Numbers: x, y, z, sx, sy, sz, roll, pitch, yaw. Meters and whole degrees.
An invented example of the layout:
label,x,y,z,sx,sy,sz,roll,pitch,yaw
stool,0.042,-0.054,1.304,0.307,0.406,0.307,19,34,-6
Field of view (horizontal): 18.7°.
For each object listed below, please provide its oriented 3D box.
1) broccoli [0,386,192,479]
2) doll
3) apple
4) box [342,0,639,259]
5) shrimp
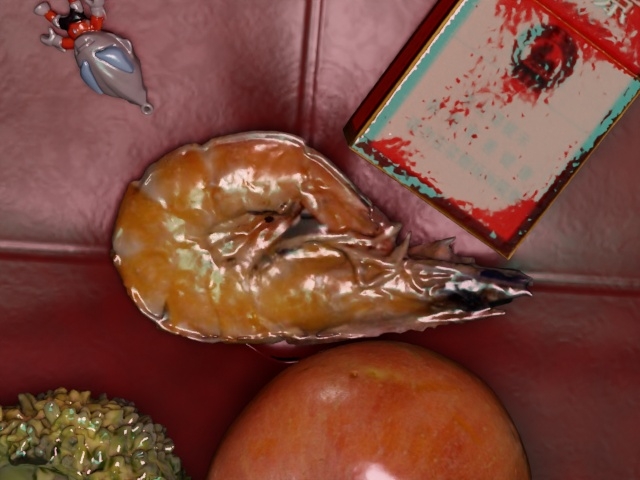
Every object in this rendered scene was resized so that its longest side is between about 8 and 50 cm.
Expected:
label,x,y,z,sx,sy,sz,roll,pitch,yaw
broccoli,-0.231,0.232,1.425,0.260,0.235,0.288,-3,112,-35
doll,-0.159,-0.136,1.420,0.057,0.039,0.114,-40,101,1
apple,0.034,0.194,1.439,0.253,0.253,0.253,-1,105,-4
box,0.147,-0.126,1.428,0.153,0.074,0.240,35,100,-10
shrimp,0.000,0.000,1.444,0.317,0.062,0.164,2,110,6
